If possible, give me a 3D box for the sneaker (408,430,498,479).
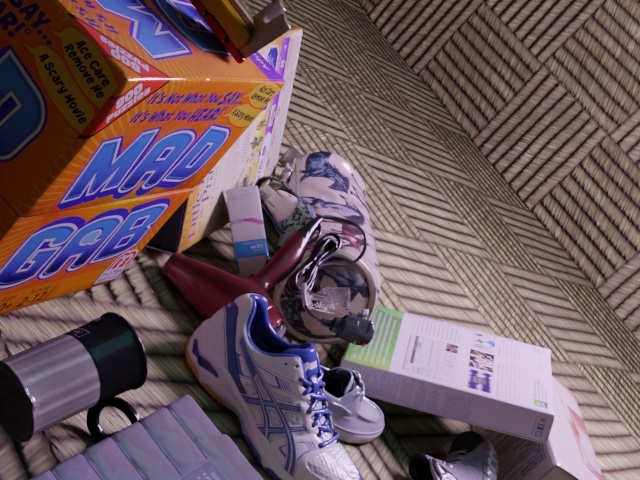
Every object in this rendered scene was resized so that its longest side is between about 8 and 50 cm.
[{"bbox_3d":[0.187,0.329,1.560,0.132,0.086,0.229,36,23,-13],"label":"sneaker"}]

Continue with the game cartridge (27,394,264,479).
[{"bbox_3d":[-0.097,0.326,0.990,0.355,0.068,0.230,49,35,15],"label":"game cartridge"}]

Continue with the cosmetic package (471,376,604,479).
[{"bbox_3d":[0.346,0.344,1.727,0.129,0.153,0.296,36,23,-15],"label":"cosmetic package"}]

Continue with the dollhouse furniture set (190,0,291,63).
[{"bbox_3d":[-0.201,-0.362,1.141,0.374,0.152,0.201,52,14,-30],"label":"dollhouse furniture set"}]

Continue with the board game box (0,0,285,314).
[{"bbox_3d":[-0.333,-0.170,1.185,0.356,0.356,0.356,47,21,9],"label":"board game box"}]

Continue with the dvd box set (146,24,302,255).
[{"bbox_3d":[-0.139,-0.173,1.648,0.062,0.308,0.420,15,18,12],"label":"dvd box set"}]

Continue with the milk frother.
[{"bbox_3d":[-0.245,0.164,1.057,0.134,0.129,0.143,-23,86,-41],"label":"milk frother"}]

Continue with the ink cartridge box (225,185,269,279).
[{"bbox_3d":[-0.107,-0.008,1.612,0.088,0.052,0.123,87,-8,-62],"label":"ink cartridge box"}]

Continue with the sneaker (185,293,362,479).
[{"bbox_3d":[-0.038,0.198,1.334,0.296,0.131,0.112,48,19,7],"label":"sneaker"}]

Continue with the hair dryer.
[{"bbox_3d":[-0.073,0.062,1.493,0.293,0.080,0.224,4,45,-12],"label":"hair dryer"}]

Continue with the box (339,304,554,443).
[{"bbox_3d":[0.199,0.198,1.669,0.321,0.059,0.232,15,21,6],"label":"box"}]

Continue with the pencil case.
[{"bbox_3d":[0.000,0.000,1.745,0.183,0.160,0.410,33,23,-17],"label":"pencil case"}]

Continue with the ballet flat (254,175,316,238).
[{"bbox_3d":[-0.062,-0.055,1.640,0.070,0.070,0.188,33,3,-26],"label":"ballet flat"}]

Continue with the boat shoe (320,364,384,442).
[{"bbox_3d":[0.020,0.214,1.475,0.227,0.081,0.079,26,26,-37],"label":"boat shoe"}]
